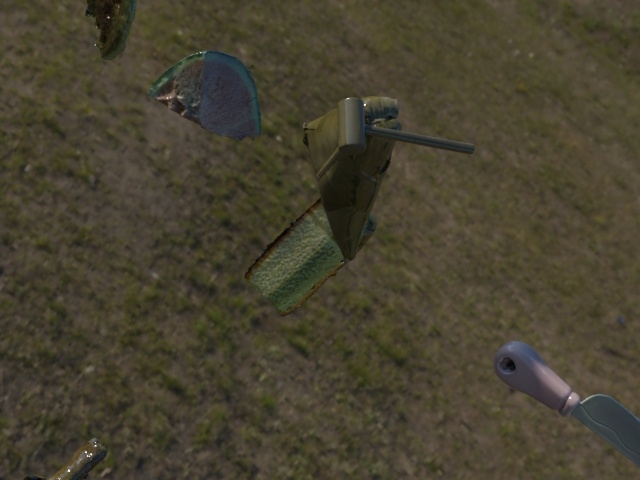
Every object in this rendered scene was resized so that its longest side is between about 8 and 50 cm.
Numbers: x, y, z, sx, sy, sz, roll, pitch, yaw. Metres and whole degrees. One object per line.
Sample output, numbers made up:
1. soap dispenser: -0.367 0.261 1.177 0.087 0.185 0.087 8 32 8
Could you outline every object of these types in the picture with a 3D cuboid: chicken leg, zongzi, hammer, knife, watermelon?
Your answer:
1. chicken leg: -0.394 0.372 1.482 0.080 0.196 0.125 32 -14 7
2. zongzi: 0.046 -0.067 1.135 0.078 0.160 0.176 -9 89 -20
3. hammer: 0.062 -0.073 0.703 0.110 0.019 0.036 7 70 -25
4. knife: 0.409 0.256 1.503 0.335 0.081 0.043 34 34 15
5. watermelon: -0.204 -0.300 1.966 0.231 0.146 0.128 13 22 -48

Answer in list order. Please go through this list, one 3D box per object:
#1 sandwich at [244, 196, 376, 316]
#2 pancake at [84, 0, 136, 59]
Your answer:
1. sandwich: 0.000 0.000 1.603 0.108 0.220 0.186 46 15 -1
2. pancake: -0.221 -0.260 1.050 0.022 0.116 0.130 -8 60 -36
